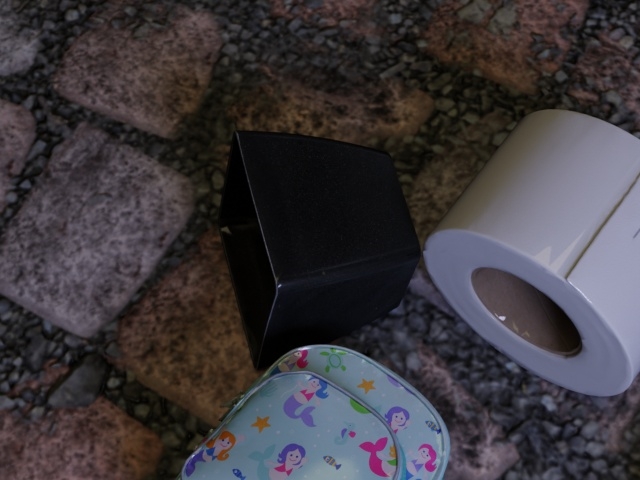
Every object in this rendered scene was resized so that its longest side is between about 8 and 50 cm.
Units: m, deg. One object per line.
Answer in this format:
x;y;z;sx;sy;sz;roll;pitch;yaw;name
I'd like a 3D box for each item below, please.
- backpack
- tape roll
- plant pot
-0.003;0.227;1.300;0.225;0.191;0.253;35;65;20;backpack
0.247;0.013;1.356;0.246;0.246;0.169;33;68;18;tape roll
0.000;0.000;1.419;0.167;0.188;0.187;-9;62;-14;plant pot
